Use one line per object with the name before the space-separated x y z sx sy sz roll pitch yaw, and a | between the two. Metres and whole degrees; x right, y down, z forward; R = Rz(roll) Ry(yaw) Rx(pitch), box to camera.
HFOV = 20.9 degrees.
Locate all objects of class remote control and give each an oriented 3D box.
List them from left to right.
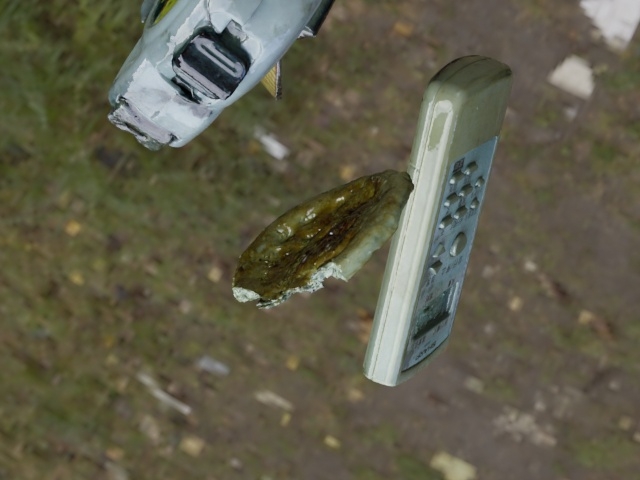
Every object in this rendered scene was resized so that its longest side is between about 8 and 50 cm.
remote control | 0.082 -0.013 1.204 0.038 0.098 0.233 24 117 23

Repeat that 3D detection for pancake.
pancake | 0.004 -0.003 1.024 0.129 0.116 0.022 -20 117 39

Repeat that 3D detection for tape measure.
tape measure | -0.016 -0.210 1.066 0.084 0.330 0.164 37 153 -22

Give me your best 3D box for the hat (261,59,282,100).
hat | -0.074 -0.225 1.595 0.082 0.193 0.193 1 144 -1
